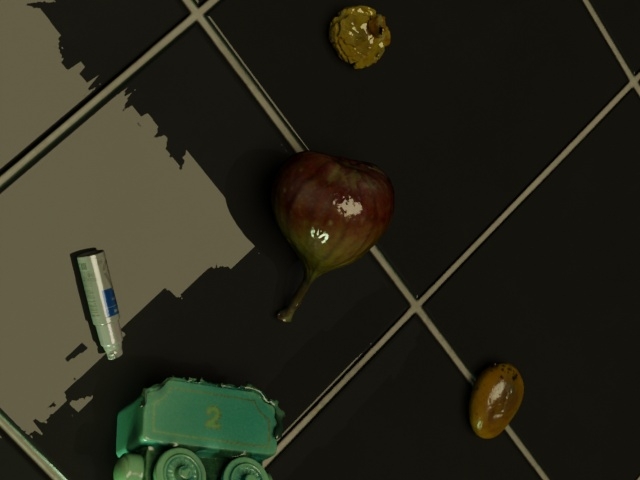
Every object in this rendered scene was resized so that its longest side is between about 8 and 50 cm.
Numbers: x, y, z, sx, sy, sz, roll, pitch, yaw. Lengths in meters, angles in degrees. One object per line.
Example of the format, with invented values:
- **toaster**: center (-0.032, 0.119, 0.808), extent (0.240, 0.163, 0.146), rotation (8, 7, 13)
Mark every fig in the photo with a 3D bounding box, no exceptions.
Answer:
- **fig**: center (-0.002, -0.016, 1.428), extent (0.160, 0.231, 0.143), rotation (3, 50, -28)

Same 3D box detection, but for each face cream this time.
- **face cream**: center (-0.260, 0.078, 1.337), extent (0.034, 0.034, 0.130), rotation (-16, 101, -25)

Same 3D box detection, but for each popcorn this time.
- **popcorn**: center (0.059, -0.266, 1.445), extent (0.084, 0.084, 0.084), rotation (-3, 96, -27)

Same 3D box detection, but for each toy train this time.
- **toy train**: center (-0.148, 0.254, 1.350), extent (0.203, 0.112, 0.163), rotation (14, 59, -30)

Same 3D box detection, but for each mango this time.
- **mango**: center (0.249, 0.229, 1.600), extent (0.079, 0.057, 0.114), rotation (13, 97, -31)
